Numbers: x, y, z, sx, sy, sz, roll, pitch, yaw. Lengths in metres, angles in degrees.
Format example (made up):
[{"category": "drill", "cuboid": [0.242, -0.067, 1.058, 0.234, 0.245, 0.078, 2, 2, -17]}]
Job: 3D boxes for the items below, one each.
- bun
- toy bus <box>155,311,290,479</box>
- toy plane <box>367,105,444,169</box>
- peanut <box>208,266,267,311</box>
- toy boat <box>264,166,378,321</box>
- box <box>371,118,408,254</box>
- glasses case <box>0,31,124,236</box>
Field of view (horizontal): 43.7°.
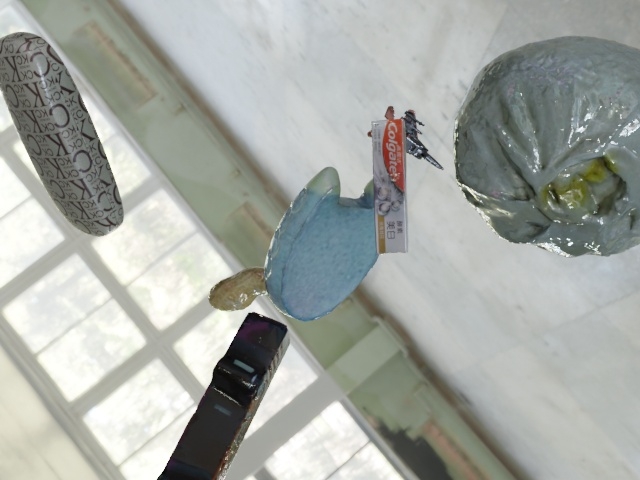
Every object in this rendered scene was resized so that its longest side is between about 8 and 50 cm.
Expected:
[{"category": "bun", "cuboid": [0.366, -0.121, 1.164, 0.361, 0.211, 0.362, 10, 132, 11]}, {"category": "toy bus", "cuboid": [-0.172, 0.315, 1.328, 0.093, 0.409, 0.092, 22, 158, 14]}, {"category": "toy plane", "cuboid": [0.203, -0.214, 1.792, 0.189, 0.130, 0.061, 38, -163, -3]}, {"category": "peanut", "cuboid": [-0.161, 0.105, 1.708, 0.080, 0.174, 0.080, 54, -159, -30]}, {"category": "toy boat", "cuboid": [0.000, 0.000, 1.540, 0.123, 0.215, 0.330, 50, 127, 45]}, {"category": "box", "cuboid": [0.113, -0.087, 1.294, 0.039, 0.055, 0.218, -33, -58, -81]}, {"category": "glasses case", "cuboid": [-0.417, -0.160, 1.276, 0.137, 0.085, 0.355, 15, 132, 37]}]
